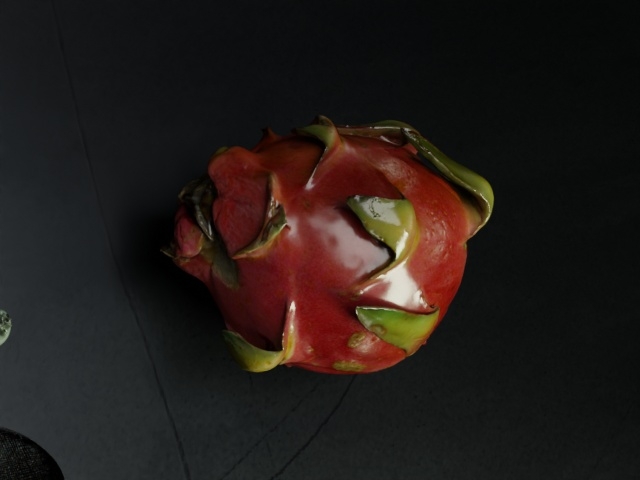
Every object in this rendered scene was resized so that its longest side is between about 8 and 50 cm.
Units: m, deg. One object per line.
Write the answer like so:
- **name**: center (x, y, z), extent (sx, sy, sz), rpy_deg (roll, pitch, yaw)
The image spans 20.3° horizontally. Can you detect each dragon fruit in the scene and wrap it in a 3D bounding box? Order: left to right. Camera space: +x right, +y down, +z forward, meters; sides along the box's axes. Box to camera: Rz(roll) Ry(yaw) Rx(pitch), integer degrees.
- **dragon fruit**: center (0.005, 0.002, 1.414), extent (0.227, 0.224, 0.224), rpy_deg (15, 68, -50)

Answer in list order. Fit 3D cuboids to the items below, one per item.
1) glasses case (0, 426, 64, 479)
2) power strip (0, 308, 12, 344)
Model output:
- **glasses case**: center (-0.266, 0.255, 1.253), extent (0.103, 0.067, 0.267), rpy_deg (31, 63, -14)
- **power strip**: center (-0.267, 0.053, 1.330), extent (0.083, 0.035, 0.055), rpy_deg (26, 64, -22)
